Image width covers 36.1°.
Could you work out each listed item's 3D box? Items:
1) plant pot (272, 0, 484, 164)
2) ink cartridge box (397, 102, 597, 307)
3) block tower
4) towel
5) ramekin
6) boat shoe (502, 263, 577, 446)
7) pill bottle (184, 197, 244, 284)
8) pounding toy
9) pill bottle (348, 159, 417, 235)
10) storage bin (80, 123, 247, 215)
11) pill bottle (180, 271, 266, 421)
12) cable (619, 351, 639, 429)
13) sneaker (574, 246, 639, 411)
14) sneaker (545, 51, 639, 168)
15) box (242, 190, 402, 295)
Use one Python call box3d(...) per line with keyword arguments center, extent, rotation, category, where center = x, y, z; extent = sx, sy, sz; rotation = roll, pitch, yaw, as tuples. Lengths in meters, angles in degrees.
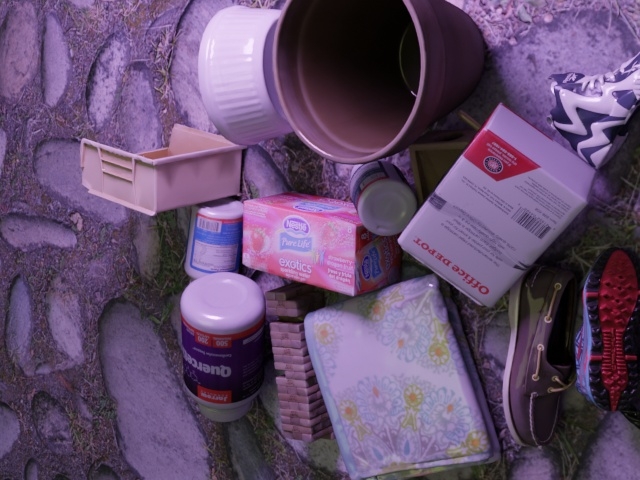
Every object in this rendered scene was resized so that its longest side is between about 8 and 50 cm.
box3d(center=(0.127, -0.303, 1.668), extent=(0.323, 0.280, 0.323), rotation=(11, 106, 40), category="plant pot")
box3d(center=(0.283, -0.051, 1.599), extent=(0.197, 0.114, 0.273), rotation=(36, 128, 1), category="ink cartridge box")
box3d(center=(-0.037, 0.264, 2.081), extent=(0.091, 0.097, 0.336), rotation=(-1, 101, 43), category="block tower")
box3d(center=(0.152, 0.278, 1.893), extent=(0.320, 0.090, 0.375), rotation=(-20, 87, 31), category="towel")
box3d(center=(-0.107, -0.323, 1.898), extent=(0.127, 0.273, 0.273), rotation=(-1, 99, 30), category="ramekin")
box3d(center=(0.383, 0.203, 1.674), extent=(0.096, 0.116, 0.325), rotation=(7, 99, 44), category="boat shoe")
box3d(center=(-0.237, 0.021, 2.182), extent=(0.124, 0.124, 0.222), rotation=(27, 117, 35), category="pill bottle")
box3d(center=(0.266, -0.149, 1.695), extent=(0.206, 0.094, 0.181), rotation=(1, 113, 34), category="pounding toy")
box3d(center=(0.109, -0.089, 1.806), extent=(0.180, 0.107, 0.108), rotation=(-106, 24, -66), category="pill bottle")
box3d(center=(-0.345, -0.163, 2.142), extent=(0.260, 0.262, 0.123), rotation=(19, 115, 38), category="storage bin")
box3d(center=(-0.211, 0.241, 2.146), extent=(0.181, 0.181, 0.323), rotation=(31, 134, 33), category="pill bottle")
box3d(center=(0.557, 0.250, 1.579), extent=(0.184, 0.047, 0.151), rotation=(-20, 91, 40), category="cable")
box3d(center=(0.451, 0.140, 1.598), extent=(0.125, 0.104, 0.262), rotation=(159, 119, -79), category="sneaker")
box3d(center=(0.434, -0.245, 1.530), extent=(0.153, 0.094, 0.235), rotation=(38, 134, 19), category="sneaker")
box3d(center=(0.000, 0.000, 1.943), extent=(0.300, 0.154, 0.142), rotation=(14, 109, 40), category="box")
